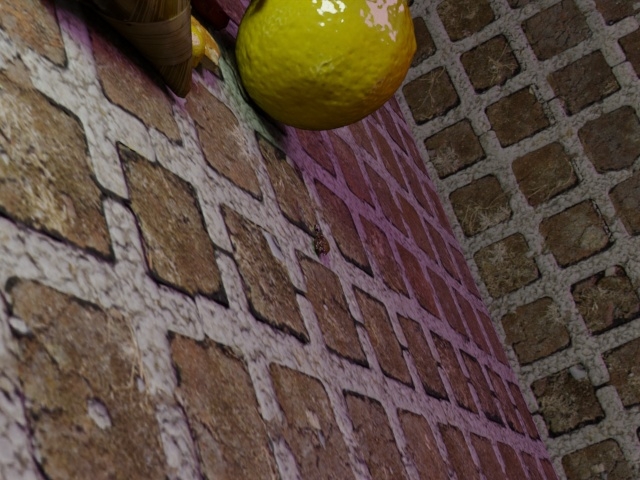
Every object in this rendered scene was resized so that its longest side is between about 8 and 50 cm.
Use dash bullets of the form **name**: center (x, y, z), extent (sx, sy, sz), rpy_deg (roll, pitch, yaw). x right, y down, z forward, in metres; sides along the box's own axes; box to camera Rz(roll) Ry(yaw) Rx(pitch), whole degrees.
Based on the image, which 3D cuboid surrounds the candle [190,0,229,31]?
- **candle**: center (-0.214, -0.439, 1.638), extent (0.162, 0.048, 0.053), rpy_deg (47, 42, -47)

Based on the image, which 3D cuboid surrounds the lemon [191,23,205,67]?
- **lemon**: center (-0.209, -0.301, 1.403), extent (0.083, 0.062, 0.062), rpy_deg (63, 16, -2)

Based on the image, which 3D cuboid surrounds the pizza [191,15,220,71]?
- **pizza**: center (-0.210, -0.328, 1.494), extent (0.160, 0.036, 0.099), rpy_deg (33, 33, -60)

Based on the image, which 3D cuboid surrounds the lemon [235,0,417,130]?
- **lemon**: center (0.006, -0.359, 1.686), extent (0.336, 0.336, 0.336), rpy_deg (55, 17, -27)

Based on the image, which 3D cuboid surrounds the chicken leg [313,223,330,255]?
- **chicken leg**: center (0.001, 0.002, 1.665), extent (0.036, 0.021, 0.083), rpy_deg (45, 22, -25)

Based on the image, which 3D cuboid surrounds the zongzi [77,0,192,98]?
- **zongzi**: center (-0.256, -0.304, 1.203), extent (0.286, 0.134, 0.288), rpy_deg (-46, 132, -62)
